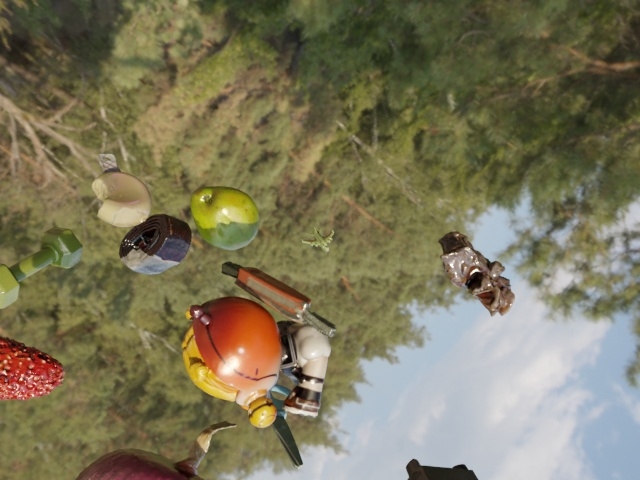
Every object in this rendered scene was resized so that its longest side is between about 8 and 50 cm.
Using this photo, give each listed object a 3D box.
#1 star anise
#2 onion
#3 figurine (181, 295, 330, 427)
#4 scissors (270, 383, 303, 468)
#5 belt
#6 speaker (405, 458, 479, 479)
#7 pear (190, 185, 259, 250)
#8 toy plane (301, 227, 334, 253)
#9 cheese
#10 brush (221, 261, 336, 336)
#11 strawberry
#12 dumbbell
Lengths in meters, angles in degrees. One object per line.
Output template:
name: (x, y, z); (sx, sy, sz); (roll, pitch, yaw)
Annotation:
star anise: (0.345, 0.067, 1.278); (0.099, 0.214, 0.220); (-38, 173, 19)
onion: (-0.346, 0.553, 1.218); (0.358, 0.358, 0.344); (130, -37, -71)
figurine: (-0.146, 0.227, 1.230); (0.196, 0.323, 0.320); (-59, -148, 28)
scissors: (-0.119, 0.504, 1.641); (0.447, 0.193, 0.029); (-145, -112, -68)
belt: (-0.601, 0.020, 2.173); (0.289, 0.184, 0.164); (-23, 154, 31)
speaker: (0.268, 0.656, 1.314); (0.232, 0.184, 0.254); (-58, -147, 22)
pear: (-0.279, -0.074, 1.701); (0.188, 0.219, 0.187); (-18, -138, 17)
toy plane: (0.000, 0.000, 1.747); (0.102, 0.111, 0.040); (-20, 137, -14)
cheese: (-0.599, -0.159, 1.727); (0.163, 0.286, 0.082); (-7, 139, -37)
brush: (-0.091, 0.118, 1.277); (0.070, 0.323, 0.051); (14, 103, -60)
strawberry: (-0.565, 0.225, 1.071); (0.082, 0.188, 0.121); (126, -32, -53)
dumbbell: (-0.779, 0.067, 1.577); (0.302, 0.121, 0.108); (-48, 139, -56)
